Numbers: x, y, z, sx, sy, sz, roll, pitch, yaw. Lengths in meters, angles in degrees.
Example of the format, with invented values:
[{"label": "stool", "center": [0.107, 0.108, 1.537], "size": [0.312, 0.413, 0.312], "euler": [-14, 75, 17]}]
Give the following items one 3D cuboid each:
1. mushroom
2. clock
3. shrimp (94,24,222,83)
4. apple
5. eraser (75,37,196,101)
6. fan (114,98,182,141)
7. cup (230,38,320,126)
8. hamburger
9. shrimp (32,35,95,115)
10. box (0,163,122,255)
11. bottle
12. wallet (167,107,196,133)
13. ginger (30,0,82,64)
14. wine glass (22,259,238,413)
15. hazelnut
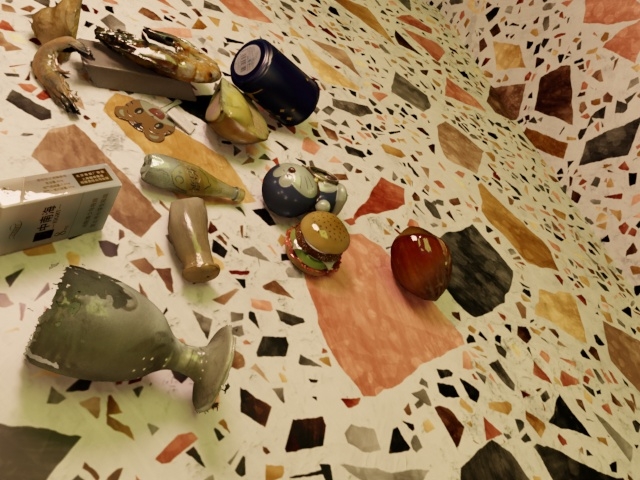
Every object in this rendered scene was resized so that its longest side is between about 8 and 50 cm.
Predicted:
[{"label": "mushroom", "center": [-0.298, -0.014, 1.320], "size": [0.096, 0.108, 0.246], "euler": [-19, 54, -2]}, {"label": "clock", "center": [-0.047, -0.134, 1.600], "size": [0.244, 0.146, 0.199], "euler": [4, 34, -40]}, {"label": "shrimp", "center": [-0.452, -0.541, 1.632], "size": [0.365, 0.071, 0.233], "euler": [13, 37, -29]}, {"label": "apple", "center": [-0.242, -0.348, 1.680], "size": [0.193, 0.120, 0.264], "euler": [36, 23, -31]}, {"label": "eraser", "center": [-0.511, -0.477, 1.629], "size": [0.353, 0.077, 0.111], "euler": [-1, 55, -40]}, {"label": "fan", "center": [-0.455, -0.354, 1.602], "size": [0.153, 0.008, 0.226], "euler": [37, 38, -2]}, {"label": "cup", "center": [-0.178, -0.486, 1.813], "size": [0.256, 0.255, 0.178], "euler": [28, 58, -50]}, {"label": "hamburger", "center": [-0.003, -0.002, 1.511], "size": [0.175, 0.137, 0.175], "euler": [21, 38, -18]}, {"label": "shrimp", "center": [-0.627, -0.416, 1.443], "size": [0.219, 0.152, 0.046], "euler": [57, -2, 12]}, {"label": "box", "center": [-0.531, -0.062, 1.130], "size": [0.067, 0.155, 0.243], "euler": [50, 38, 16]}, {"label": "bottle", "center": [-0.314, -0.147, 1.451], "size": [0.270, 0.083, 0.083], "euler": [17, 42, -33]}, {"label": "wallet", "center": [-0.392, -0.337, 1.623], "size": [0.083, 0.011, 0.044], "euler": [41, 33, -15]}, {"label": "ginger", "center": [-0.683, -0.581, 1.498], "size": [0.123, 0.193, 0.115], "euler": [28, 33, -14]}, {"label": "wine glass", "center": [-0.336, 0.178, 1.026], "size": [0.357, 0.190, 0.190], "euler": [27, 39, -22]}, {"label": "hazelnut", "center": [0.297, 0.066, 1.653], "size": [0.181, 0.181, 0.212], "euler": [36, 22, 31]}]
